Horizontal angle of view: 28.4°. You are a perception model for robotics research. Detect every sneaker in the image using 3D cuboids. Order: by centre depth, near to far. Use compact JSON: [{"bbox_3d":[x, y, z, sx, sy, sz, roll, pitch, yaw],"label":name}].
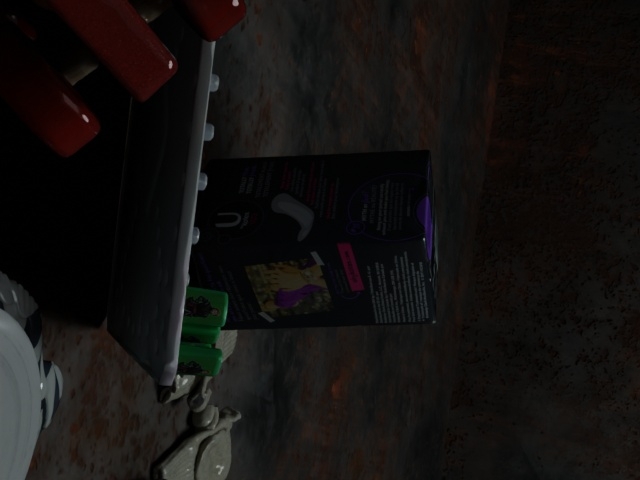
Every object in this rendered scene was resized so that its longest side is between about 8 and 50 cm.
[{"bbox_3d":[-0.278,0.127,0.995,0.235,0.094,0.153,89,8,-55],"label":"sneaker"}]

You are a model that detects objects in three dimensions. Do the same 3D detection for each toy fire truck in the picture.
[{"bbox_3d":[-0.205,-0.223,0.850,0.169,0.302,0.254,-38,142,-1],"label":"toy fire truck"}]

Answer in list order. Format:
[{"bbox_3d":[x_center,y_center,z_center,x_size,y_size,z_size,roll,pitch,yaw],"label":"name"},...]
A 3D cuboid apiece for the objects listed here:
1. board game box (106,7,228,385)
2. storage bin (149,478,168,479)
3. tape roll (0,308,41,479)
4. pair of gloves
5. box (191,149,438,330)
[{"bbox_3d":[-0.126,-0.089,1.130,0.390,0.050,0.389,-171,-92,-74],"label":"board game box"},{"bbox_3d":[-0.182,0.331,1.364,0.180,0.084,0.122,15,86,-69],"label":"storage bin"},{"bbox_3d":[-0.299,0.114,0.706,0.246,0.169,0.246,-49,152,-37],"label":"tape roll"},{"bbox_3d":[-0.142,0.204,1.542,0.204,0.042,0.240,-22,118,-70],"label":"pair of gloves"},{"bbox_3d":[0.000,0.000,1.495,0.165,0.271,0.143,-82,166,-46],"label":"box"}]
